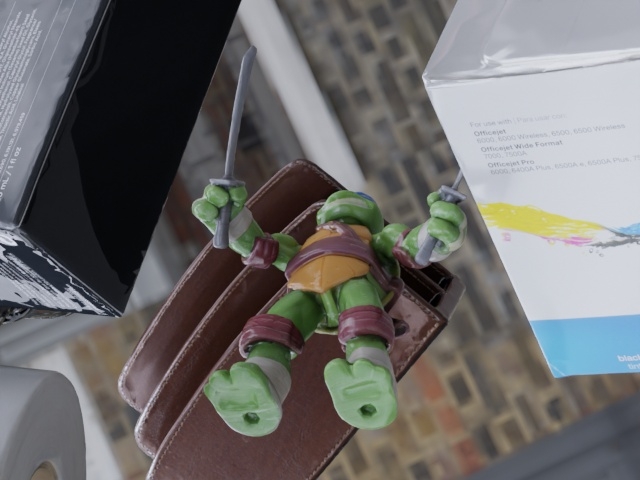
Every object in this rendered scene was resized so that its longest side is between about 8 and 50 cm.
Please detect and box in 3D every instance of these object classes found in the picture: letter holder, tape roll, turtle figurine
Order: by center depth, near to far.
[{"bbox_3d":[-0.256,0.230,1.410,0.286,0.100,0.286,7,-90,-82],"label":"tape roll"},{"bbox_3d":[0.000,0.000,1.436,0.266,0.197,0.275,-79,12,-49],"label":"turtle figurine"},{"bbox_3d":[-0.049,0.101,1.732,0.214,0.302,0.152,39,-165,1],"label":"letter holder"}]

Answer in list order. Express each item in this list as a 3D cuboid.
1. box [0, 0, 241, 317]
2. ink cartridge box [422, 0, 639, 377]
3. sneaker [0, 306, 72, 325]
[{"bbox_3d":[-0.153,-0.102,0.996,0.103,0.184,0.261,48,-125,-51],"label":"box"},{"bbox_3d":[0.192,-0.065,1.106,0.233,0.168,0.171,62,-144,-35],"label":"ink cartridge box"},{"bbox_3d":[-0.339,0.061,1.814,0.283,0.107,0.124,14,-133,-41],"label":"sneaker"}]
